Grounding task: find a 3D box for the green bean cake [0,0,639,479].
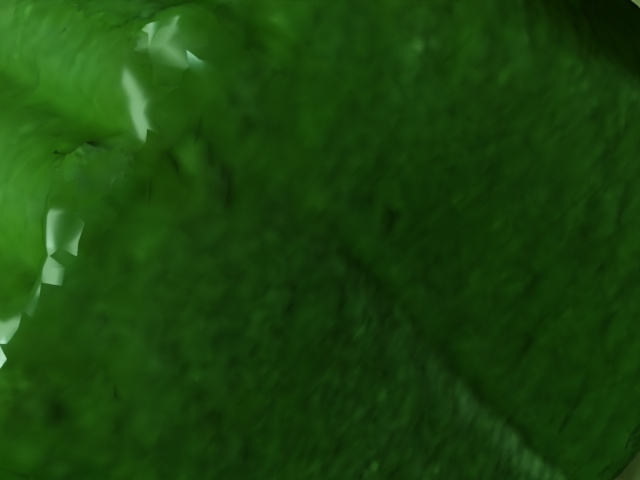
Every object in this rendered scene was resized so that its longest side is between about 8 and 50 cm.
[{"bbox_3d":[0.000,0.000,0.464,0.125,0.248,0.222,29,79,46],"label":"green bean cake"}]
